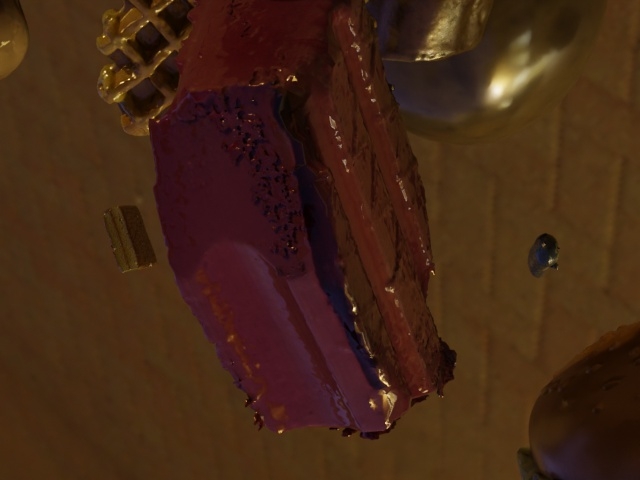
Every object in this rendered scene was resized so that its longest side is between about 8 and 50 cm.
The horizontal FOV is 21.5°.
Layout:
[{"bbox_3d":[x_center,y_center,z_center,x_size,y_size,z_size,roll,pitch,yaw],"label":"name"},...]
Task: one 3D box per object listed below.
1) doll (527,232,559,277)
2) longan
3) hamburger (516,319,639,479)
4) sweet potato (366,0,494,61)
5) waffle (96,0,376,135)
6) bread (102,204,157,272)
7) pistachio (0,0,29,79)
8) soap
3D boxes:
[{"bbox_3d":[0.242,0.018,1.840,0.125,0.027,0.037,80,-176,-81],"label":"doll"},{"bbox_3d":[0.174,-0.292,1.980,0.361,0.361,0.361,43,161,18],"label":"longan"},{"bbox_3d":[0.270,0.157,1.198,0.274,0.274,0.212,2,112,66],"label":"hamburger"},{"bbox_3d":[0.123,-0.300,1.599,0.158,0.158,0.370,41,129,24],"label":"sweet potato"},{"bbox_3d":[-0.073,-0.183,1.542,0.056,0.253,0.249,-114,39,-59],"label":"waffle"},{"bbox_3d":[-0.258,-0.003,2.278,0.094,0.035,0.090,-12,-97,-81],"label":"bread"},{"bbox_3d":[-0.327,-0.160,1.086,0.293,0.162,0.181,9,165,13],"label":"pistachio"},{"bbox_3d":[0.000,0.000,1.024,0.112,0.182,0.289,-4,131,25],"label":"soap"}]
